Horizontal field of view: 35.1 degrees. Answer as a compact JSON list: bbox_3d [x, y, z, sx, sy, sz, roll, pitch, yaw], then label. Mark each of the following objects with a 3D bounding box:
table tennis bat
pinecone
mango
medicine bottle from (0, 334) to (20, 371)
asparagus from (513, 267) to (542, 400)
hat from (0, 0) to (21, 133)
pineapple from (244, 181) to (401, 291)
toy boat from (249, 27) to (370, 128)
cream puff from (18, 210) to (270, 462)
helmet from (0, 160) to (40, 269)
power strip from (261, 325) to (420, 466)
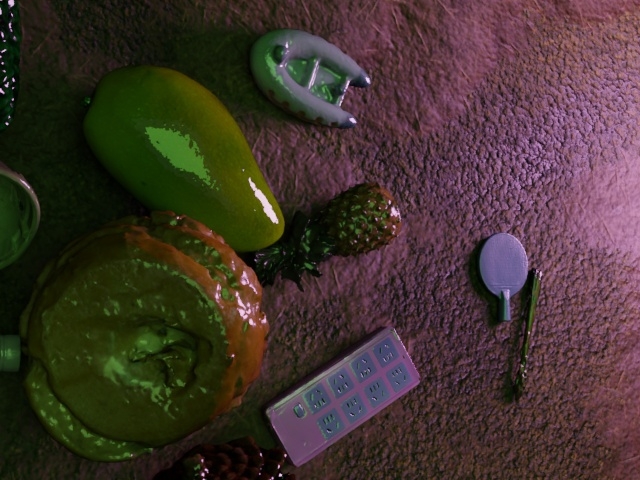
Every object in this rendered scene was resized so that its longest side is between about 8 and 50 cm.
[{"bbox_3d":[0.315,0.063,1.748,0.100,0.019,0.155,0,84,-23],"label":"table tennis bat"},{"bbox_3d":[-0.130,0.432,1.385,0.242,0.298,0.296,5,98,-19],"label":"pinecone"},{"bbox_3d":[-0.188,-0.115,1.468,0.343,0.156,0.192,44,69,-12],"label":"mango"},{"bbox_3d":[-0.472,0.154,1.382,0.118,0.055,0.074,2,84,-22],"label":"medicine bottle"},{"bbox_3d":[0.359,0.162,1.758,0.022,0.023,0.233,7,80,22],"label":"asparagus"},{"bbox_3d":[-0.558,-0.260,1.294,0.332,0.242,0.274,-4,74,-11],"label":"hat"},{"bbox_3d":[0.000,0.000,1.571,0.251,0.125,0.125,-23,95,-17],"label":"pineapple"},{"bbox_3d":[-0.015,-0.261,1.601,0.207,0.079,0.134,27,79,-21],"label":"toy boat"},{"bbox_3d":[-0.238,0.127,1.387,0.327,0.231,0.343,24,98,-10],"label":"cream puff"},{"bbox_3d":[-0.509,-0.045,1.341,0.257,0.137,0.204,-24,134,-8],"label":"helmet"},{"bbox_3d":[0.034,0.243,1.601,0.279,0.037,0.109,-31,99,-22],"label":"power strip"}]
